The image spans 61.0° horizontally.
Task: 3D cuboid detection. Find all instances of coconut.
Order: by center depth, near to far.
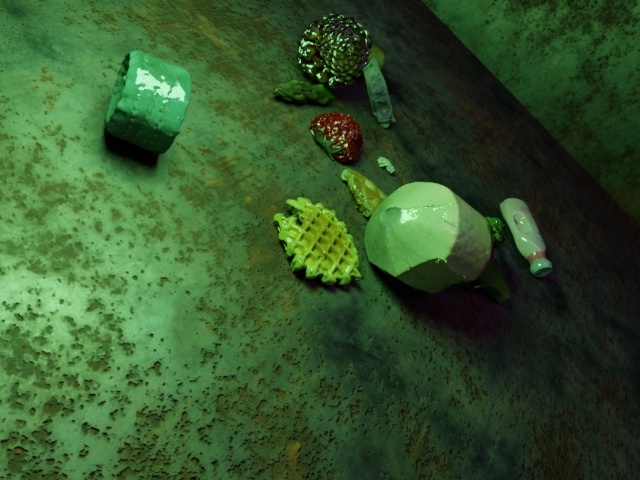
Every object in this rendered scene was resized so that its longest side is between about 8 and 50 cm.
[{"bbox_3d":[0.278,-0.007,1.473,0.310,0.297,0.297,22,43,-38],"label":"coconut"}]

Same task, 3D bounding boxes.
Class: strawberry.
[{"bbox_3d":[0.079,-0.358,1.750,0.190,0.111,0.236,44,37,1],"label":"strawberry"}]

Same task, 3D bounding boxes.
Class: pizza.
[{"bbox_3d":[0.144,-0.126,1.646,0.182,0.062,0.161,28,34,-29],"label":"pizza"}]

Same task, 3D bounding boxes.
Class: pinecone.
[{"bbox_3d":[0.029,-0.633,1.848,0.247,0.292,0.246,-3,98,-24],"label":"pinecone"}]

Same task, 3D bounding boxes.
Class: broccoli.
[{"bbox_3d":[0.491,0.038,1.733,0.302,0.186,0.253,27,74,-51],"label":"broccoli"}]

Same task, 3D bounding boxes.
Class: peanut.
[{"bbox_3d":[0.165,-0.718,2.149,0.224,0.129,0.129,-16,68,-49],"label":"peanut"}]

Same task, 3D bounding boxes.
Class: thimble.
[{"bbox_3d":[-0.385,-0.309,1.210,0.143,0.198,0.235,19,17,-28],"label":"thimble"}]

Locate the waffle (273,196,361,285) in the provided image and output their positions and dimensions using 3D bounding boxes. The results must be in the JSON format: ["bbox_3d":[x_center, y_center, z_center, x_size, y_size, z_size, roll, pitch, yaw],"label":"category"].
[{"bbox_3d":[0.001,-0.001,1.398,0.250,0.056,0.261,7,50,-39],"label":"waffle"}]

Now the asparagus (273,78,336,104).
[{"bbox_3d":[-0.057,-0.484,1.769,0.287,0.080,0.080,-17,69,-49],"label":"asparagus"}]

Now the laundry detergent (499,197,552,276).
[{"bbox_3d":[0.811,-0.014,2.134,0.159,0.088,0.335,14,48,-28],"label":"laundry detergent"}]

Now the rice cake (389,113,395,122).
[{"bbox_3d":[0.254,-0.529,2.131,0.033,0.033,0.207,17,46,-34],"label":"rice cake"}]

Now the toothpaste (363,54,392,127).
[{"bbox_3d":[0.204,-0.512,1.925,0.048,0.075,0.301,54,-6,37],"label":"toothpaste"}]

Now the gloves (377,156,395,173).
[{"bbox_3d":[0.229,-0.255,1.862,0.081,0.037,0.044,36,2,-3],"label":"gloves"}]
